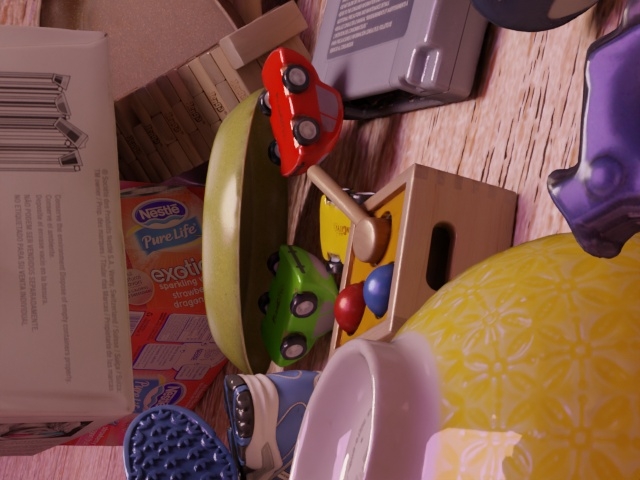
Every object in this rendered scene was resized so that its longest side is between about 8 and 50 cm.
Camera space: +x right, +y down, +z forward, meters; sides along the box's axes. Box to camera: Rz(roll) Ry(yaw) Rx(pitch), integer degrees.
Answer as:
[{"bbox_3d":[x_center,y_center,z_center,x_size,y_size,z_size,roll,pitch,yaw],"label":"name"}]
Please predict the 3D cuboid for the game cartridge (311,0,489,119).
[{"bbox_3d":[0.068,-0.196,1.334,0.297,0.062,0.198,-177,105,-74],"label":"game cartridge"}]

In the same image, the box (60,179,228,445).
[{"bbox_3d":[-0.182,0.079,1.724,0.300,0.154,0.142,124,143,-52],"label":"box"}]

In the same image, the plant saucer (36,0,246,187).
[{"bbox_3d":[-0.155,-0.160,1.751,0.050,0.310,0.310,-37,-14,-41],"label":"plant saucer"}]

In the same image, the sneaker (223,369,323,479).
[{"bbox_3d":[-0.026,0.156,1.307,0.211,0.081,0.080,98,159,-65],"label":"sneaker"}]

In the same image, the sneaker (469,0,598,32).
[{"bbox_3d":[0.159,-0.198,0.915,0.319,0.112,0.131,121,160,-48],"label":"sneaker"}]

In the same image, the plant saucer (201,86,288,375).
[{"bbox_3d":[-0.062,-0.006,1.444,0.241,0.037,0.241,2,-90,-83],"label":"plant saucer"}]

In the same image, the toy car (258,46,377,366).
[{"bbox_3d":[0.000,0.000,1.344,0.239,0.053,0.225,-119,33,-44],"label":"toy car"}]

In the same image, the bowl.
[{"bbox_3d":[0.075,0.120,0.834,0.289,0.156,0.289,-166,90,-74],"label":"bowl"}]

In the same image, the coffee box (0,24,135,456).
[{"bbox_3d":[-0.381,0.012,1.562,0.334,0.338,0.337,150,118,-63],"label":"coffee box"}]

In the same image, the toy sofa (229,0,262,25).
[{"bbox_3d":[-0.108,-0.308,1.921,0.362,0.177,0.150,-104,10,-58],"label":"toy sofa"}]

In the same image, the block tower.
[{"bbox_3d":[-0.131,-0.115,1.655,0.091,0.097,0.335,-38,9,-40],"label":"block tower"}]

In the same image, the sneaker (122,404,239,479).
[{"bbox_3d":[-0.073,0.226,1.241,0.232,0.081,0.090,59,161,30],"label":"sneaker"}]

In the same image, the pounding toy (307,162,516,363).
[{"bbox_3d":[0.049,0.011,1.121,0.130,0.100,0.141,142,140,-64],"label":"pounding toy"}]

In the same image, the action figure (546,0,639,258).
[{"bbox_3d":[0.246,-0.112,0.566,0.341,0.178,0.330,-22,57,37],"label":"action figure"}]
